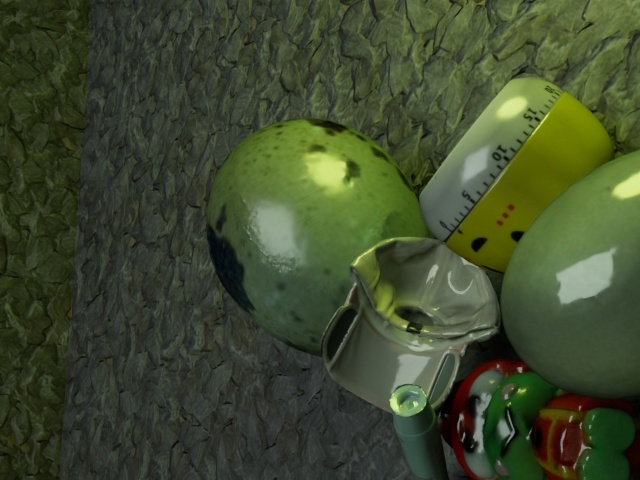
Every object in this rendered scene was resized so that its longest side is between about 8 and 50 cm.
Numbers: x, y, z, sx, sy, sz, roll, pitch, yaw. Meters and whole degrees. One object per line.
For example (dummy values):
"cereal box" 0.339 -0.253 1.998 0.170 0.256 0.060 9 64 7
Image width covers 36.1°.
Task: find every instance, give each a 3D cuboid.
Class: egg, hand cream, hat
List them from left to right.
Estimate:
"egg" 0.000 0.000 1.584 0.345 0.345 0.428 -51 60 32
"hat" 0.127 0.125 1.385 0.220 0.164 0.226 27 123 10
"hand cream" 0.154 0.313 1.366 0.058 0.331 0.085 -30 45 -8
"egg" 0.373 0.034 1.112 0.352 0.258 0.258 -28 50 6

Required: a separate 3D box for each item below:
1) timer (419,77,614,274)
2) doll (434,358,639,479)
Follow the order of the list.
"timer" 0.299 -0.056 1.314 0.285 0.285 0.285 -21 63 49
"doll" 0.264 0.247 1.301 0.363 0.160 0.182 0 86 56
